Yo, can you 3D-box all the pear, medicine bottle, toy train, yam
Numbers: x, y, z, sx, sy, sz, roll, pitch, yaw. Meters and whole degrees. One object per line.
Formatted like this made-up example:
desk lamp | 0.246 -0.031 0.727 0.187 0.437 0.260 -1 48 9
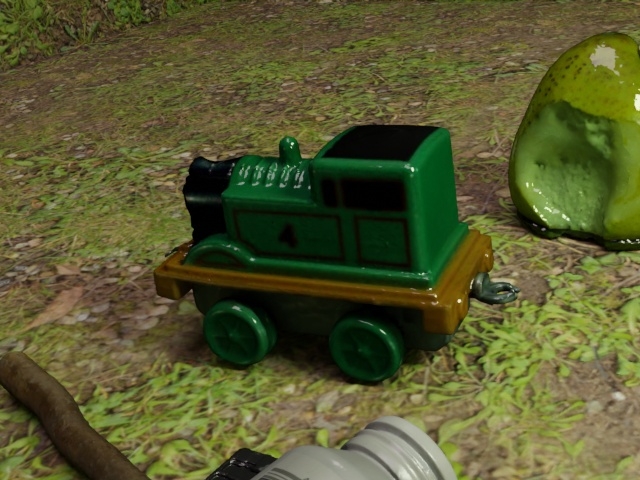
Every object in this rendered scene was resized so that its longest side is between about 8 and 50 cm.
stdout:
pear | 0.379 -0.135 1.161 0.292 0.292 0.159 12 22 37
medicine bottle | -0.004 0.218 0.620 0.215 0.135 0.135 -31 33 -32
toy train | 0.000 0.000 0.964 0.429 0.249 0.178 5 28 24
yam | -0.242 0.189 0.878 0.045 0.045 0.327 13 7 -43

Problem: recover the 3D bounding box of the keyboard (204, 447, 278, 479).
keyboard | 0.006 0.232 0.743 0.250 0.017 0.087 10 29 32
